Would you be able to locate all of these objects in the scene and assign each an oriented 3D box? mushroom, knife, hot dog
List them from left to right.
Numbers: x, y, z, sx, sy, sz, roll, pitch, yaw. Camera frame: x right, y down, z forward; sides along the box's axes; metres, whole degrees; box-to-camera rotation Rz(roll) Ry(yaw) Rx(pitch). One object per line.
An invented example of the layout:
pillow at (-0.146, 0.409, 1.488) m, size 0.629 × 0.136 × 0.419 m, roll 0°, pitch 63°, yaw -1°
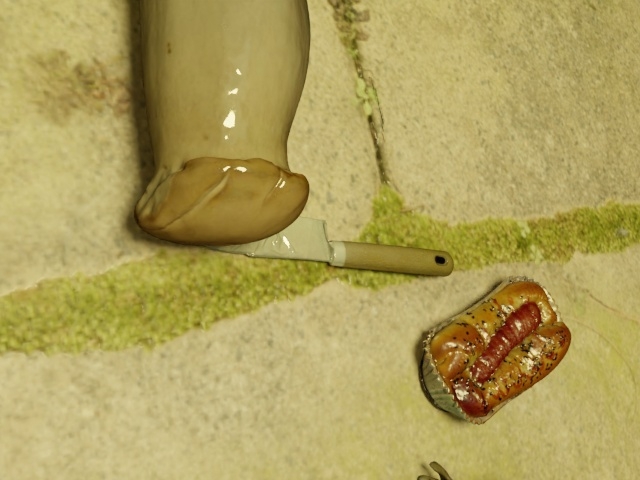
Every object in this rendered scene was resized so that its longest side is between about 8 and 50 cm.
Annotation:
mushroom at (-0.076, -0.194, 0.580) m, size 0.138 × 0.154 × 0.407 m, roll -1°, pitch 80°, yaw 5°
knife at (-0.001, 0.001, 0.649) m, size 0.298 × 0.017 × 0.047 m, roll 6°, pitch 74°, yaw -29°
hot dog at (0.177, 0.106, 0.717) m, size 0.191 × 0.059 × 0.108 m, roll -25°, pitch 88°, yaw -34°

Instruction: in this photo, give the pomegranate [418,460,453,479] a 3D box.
pomegranate at (0.159, 0.256, 0.619) m, size 0.159 × 0.129 × 0.129 m, roll 45°, pitch 57°, yaw -15°
